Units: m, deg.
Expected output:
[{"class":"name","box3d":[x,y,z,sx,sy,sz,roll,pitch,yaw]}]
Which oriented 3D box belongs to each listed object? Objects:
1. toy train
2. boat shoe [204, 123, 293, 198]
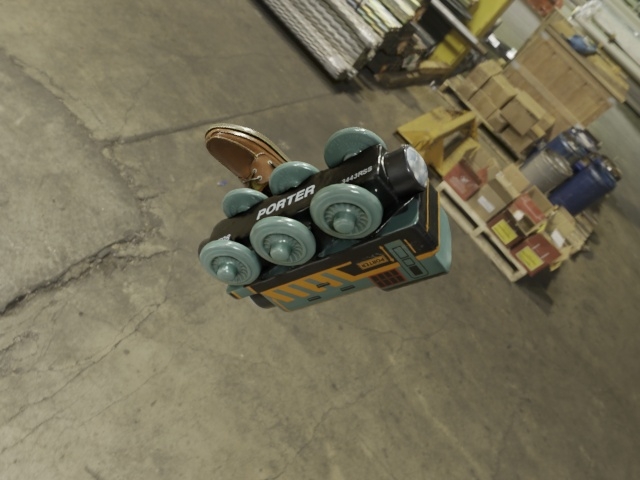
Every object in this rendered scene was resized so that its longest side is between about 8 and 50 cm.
[{"class":"toy train","box3d":[0.000,0.000,0.606,0.190,0.334,0.142,45,38,-32]},{"class":"boat shoe","box3d":[-0.133,-0.157,1.119,0.307,0.110,0.104,27,51,-19]}]
